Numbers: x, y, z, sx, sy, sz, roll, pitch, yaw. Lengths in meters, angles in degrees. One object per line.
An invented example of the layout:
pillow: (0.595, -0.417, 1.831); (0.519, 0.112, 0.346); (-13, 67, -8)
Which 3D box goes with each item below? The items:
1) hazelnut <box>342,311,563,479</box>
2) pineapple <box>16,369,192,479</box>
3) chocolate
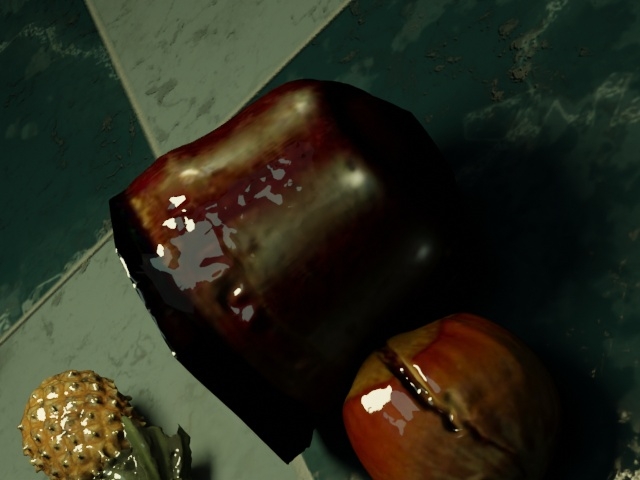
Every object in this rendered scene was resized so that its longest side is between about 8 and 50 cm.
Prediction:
hazelnut: (0.137, 0.181, 1.296); (0.212, 0.181, 0.181); (-43, 21, -1)
pineapple: (-0.231, 0.298, 1.589); (0.364, 0.165, 0.165); (31, 87, 39)
chocolate: (0.000, 0.000, 1.431); (0.331, 0.384, 0.384); (-32, 46, 9)
